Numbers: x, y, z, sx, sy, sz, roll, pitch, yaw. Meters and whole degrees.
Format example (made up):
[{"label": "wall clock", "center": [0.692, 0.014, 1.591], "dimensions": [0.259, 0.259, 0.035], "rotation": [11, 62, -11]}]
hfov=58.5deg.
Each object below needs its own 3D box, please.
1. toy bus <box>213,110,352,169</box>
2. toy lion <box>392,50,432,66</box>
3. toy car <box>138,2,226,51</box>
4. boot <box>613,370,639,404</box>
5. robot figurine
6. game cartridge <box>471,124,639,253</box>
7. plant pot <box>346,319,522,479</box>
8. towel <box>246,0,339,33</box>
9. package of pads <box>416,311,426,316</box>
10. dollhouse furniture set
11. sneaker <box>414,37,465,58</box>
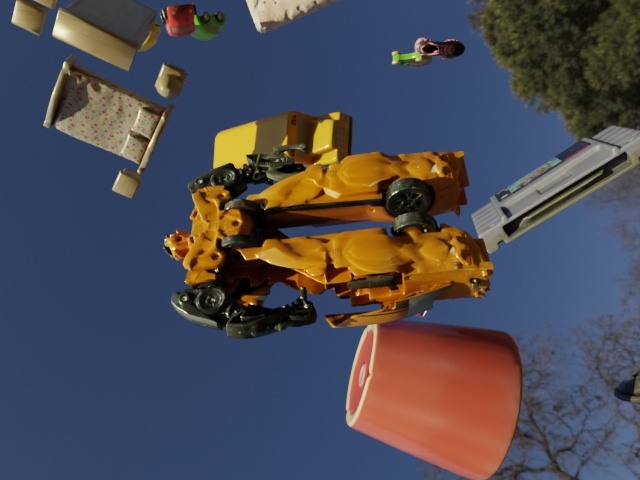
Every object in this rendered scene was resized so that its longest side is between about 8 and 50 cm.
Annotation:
[{"label": "toy bus", "center": [-0.084, -0.201, 1.228], "dimensions": [0.130, 0.332, 0.108], "rotation": [9, -98, -43]}, {"label": "toy lion", "center": [0.247, -0.483, 1.531], "dimensions": [0.096, 0.100, 0.034], "rotation": [-6, -86, -73]}, {"label": "toy car", "center": [-0.278, -0.435, 1.176], "dimensions": [0.225, 0.238, 0.053], "rotation": [-28, -68, -47]}, {"label": "boot", "center": [0.596, 0.165, 0.958], "dimensions": [0.091, 0.263, 0.229], "rotation": [13, -106, -2]}, {"label": "robot figurine", "center": [0.000, 0.000, 0.538], "dimensions": [0.085, 0.290, 0.211], "rotation": [77, -171, -52]}, {"label": "game cartridge", "center": [0.478, -0.114, 1.179], "dimensions": [0.355, 0.230, 0.068], "rotation": [-34, -80, 17]}, {"label": "plant pot", "center": [0.185, 0.263, 1.020], "dimensions": [0.243, 0.275, 0.275], "rotation": [14, -92, -3]}, {"label": "towel", "center": [-0.042, -0.681, 1.325], "dimensions": [0.331, 0.053, 0.317], "rotation": [-21, -99, 7]}, {"label": "package of pads", "center": [0.146, 0.086, 0.924], "dimensions": [0.050, 0.083, 0.032], "rotation": [23, -70, -4]}, {"label": "dollhouse furniture set", "center": [-0.417, -0.235, 0.967], "dimensions": [0.303, 0.174, 0.356], "rotation": [23, -58, -18]}, {"label": "sneaker", "center": [0.282, -0.446, 1.336], "dimensions": [0.119, 0.057, 0.047], "rotation": [1, -67, -2]}]
